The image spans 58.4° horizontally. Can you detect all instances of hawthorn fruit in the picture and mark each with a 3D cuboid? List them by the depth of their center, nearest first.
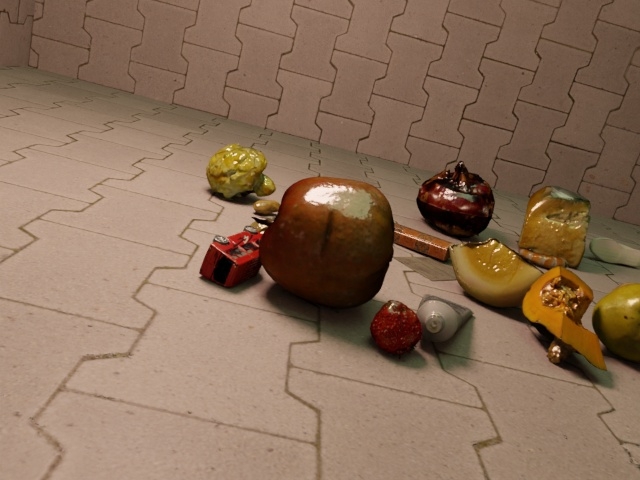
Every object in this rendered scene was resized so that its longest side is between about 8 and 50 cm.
[{"bbox_3d":[0.000,0.000,1.174,0.301,0.267,0.267,9,16,6],"label":"hawthorn fruit"}]

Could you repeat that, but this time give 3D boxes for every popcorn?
[{"bbox_3d":[-0.242,-0.201,1.771,0.213,0.198,0.198,35,7,-27],"label":"popcorn"}]

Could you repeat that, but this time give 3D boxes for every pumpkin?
[{"bbox_3d":[0.534,0.189,1.272,0.131,0.126,0.248,38,41,-12],"label":"pumpkin"}]

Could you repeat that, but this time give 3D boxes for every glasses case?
[{"bbox_3d":[0.298,-0.001,1.760,0.218,0.049,0.075,21,17,28],"label":"glasses case"}]

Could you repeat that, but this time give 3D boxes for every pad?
[{"bbox_3d":[0.352,0.076,1.651,0.265,0.009,0.160,1,23,-39],"label":"pad"}]

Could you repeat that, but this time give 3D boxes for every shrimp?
[{"bbox_3d":[0.778,0.063,2.019,0.161,0.049,0.166,13,9,-2],"label":"shrimp"}]

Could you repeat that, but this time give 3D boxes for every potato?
[{"bbox_3d":[-0.160,-0.098,1.699,0.092,0.046,0.045,-10,71,-37],"label":"potato"}]

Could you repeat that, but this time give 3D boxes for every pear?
[{"bbox_3d":[0.736,0.193,1.325,0.198,0.198,0.198,14,17,-4],"label":"pear"}]

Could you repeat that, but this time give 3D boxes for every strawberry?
[{"bbox_3d":[0.142,0.158,1.060,0.106,0.106,0.106,14,17,-4],"label":"strawberry"}]

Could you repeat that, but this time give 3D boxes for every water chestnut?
[{"bbox_3d":[0.501,-0.161,2.090,0.300,0.299,0.300,14,17,-4],"label":"water chestnut"}]

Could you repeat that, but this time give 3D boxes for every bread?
[{"bbox_3d":[0.445,0.089,1.464,0.261,0.156,0.158,41,6,30],"label":"bread"},{"bbox_3d":[0.917,-0.077,2.209,0.240,0.263,0.395,17,18,21],"label":"bread"}]

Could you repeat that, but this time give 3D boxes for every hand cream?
[{"bbox_3d":[0.255,0.156,1.209,0.125,0.077,0.341,19,5,16],"label":"hand cream"}]

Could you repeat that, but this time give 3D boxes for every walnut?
[{"bbox_3d":[-0.137,-0.011,1.384,0.092,0.092,0.092,14,17,-4],"label":"walnut"}]

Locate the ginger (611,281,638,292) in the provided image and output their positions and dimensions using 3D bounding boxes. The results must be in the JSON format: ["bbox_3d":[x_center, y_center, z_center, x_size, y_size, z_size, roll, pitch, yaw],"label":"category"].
[{"bbox_3d":[0.982,0.202,1.597,0.354,0.126,0.190,10,12,-11],"label":"ginger"}]

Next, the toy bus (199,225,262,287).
[{"bbox_3d":[-0.170,0.033,1.216,0.089,0.081,0.195,30,20,14],"label":"toy bus"}]

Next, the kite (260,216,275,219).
[{"bbox_3d":[-0.088,-0.040,1.635,0.190,0.010,0.159,20,19,21],"label":"kite"}]

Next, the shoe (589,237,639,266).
[{"bbox_3d":[1.202,0.044,2.368,0.265,0.095,0.110,17,10,-14],"label":"shoe"}]
